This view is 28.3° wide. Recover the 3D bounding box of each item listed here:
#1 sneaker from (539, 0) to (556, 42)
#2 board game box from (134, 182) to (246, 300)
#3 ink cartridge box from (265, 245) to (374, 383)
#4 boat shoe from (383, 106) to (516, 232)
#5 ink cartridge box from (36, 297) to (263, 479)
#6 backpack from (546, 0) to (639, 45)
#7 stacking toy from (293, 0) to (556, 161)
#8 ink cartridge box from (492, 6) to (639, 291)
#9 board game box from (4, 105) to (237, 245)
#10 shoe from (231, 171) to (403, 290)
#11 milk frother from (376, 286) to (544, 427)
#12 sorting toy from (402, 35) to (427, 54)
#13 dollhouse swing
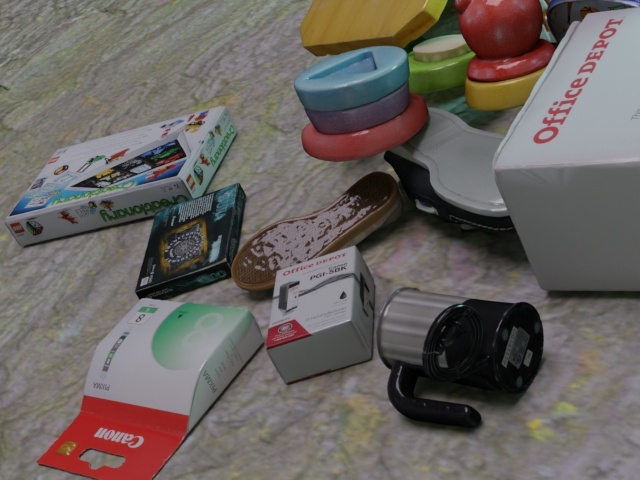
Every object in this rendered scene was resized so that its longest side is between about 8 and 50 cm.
[{"bbox_3d":[0.274,-0.290,1.671,0.215,0.084,0.083,-26,21,0],"label":"sneaker"},{"bbox_3d":[-0.161,0.002,1.610,0.126,0.026,0.186,-18,31,14],"label":"board game box"},{"bbox_3d":[0.001,0.076,1.335,0.099,0.056,0.135,-19,31,15],"label":"ink cartridge box"},{"bbox_3d":[0.160,-0.065,1.395,0.114,0.091,0.302,-23,27,-7],"label":"boat shoe"},{"bbox_3d":[-0.192,0.156,1.369,0.181,0.056,0.224,3,40,42],"label":"ink cartridge box"},{"bbox_3d":[0.367,-0.297,1.423,0.276,0.263,0.213,5,56,42],"label":"backpack"},{"bbox_3d":[0.102,-0.219,1.483,0.309,0.130,0.279,-20,22,-5],"label":"stacking toy"},{"bbox_3d":[0.401,-0.098,1.180,0.395,0.166,0.285,-1,38,36],"label":"ink cartridge box"},{"bbox_3d":[-0.286,-0.093,1.830,0.305,0.053,0.193,-11,33,25],"label":"board game box"},{"bbox_3d":[0.000,0.000,1.467,0.219,0.058,0.076,-29,61,4],"label":"shoe"},{"bbox_3d":[0.106,0.086,1.150,0.135,0.143,0.129,6,50,40],"label":"milk frother"},{"bbox_3d":[0.125,-0.266,1.798,0.061,0.042,0.102,-49,46,-7],"label":"sorting toy"},{"bbox_3d":[0.192,-0.365,1.763,0.347,0.315,0.305,6,82,57],"label":"dollhouse swing"}]
